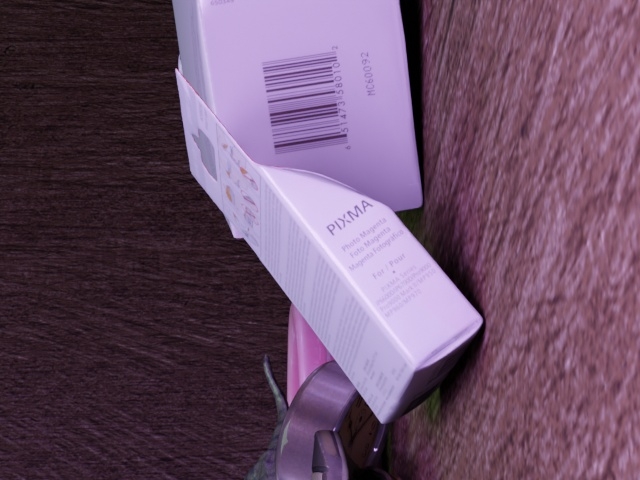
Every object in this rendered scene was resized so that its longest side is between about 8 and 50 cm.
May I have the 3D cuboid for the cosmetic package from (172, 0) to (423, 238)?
[{"bbox_3d":[-0.036,-0.140,1.108,0.365,0.155,0.197,-122,23,-74],"label":"cosmetic package"}]

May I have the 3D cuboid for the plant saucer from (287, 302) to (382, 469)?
[{"bbox_3d":[0.012,0.226,1.365,0.332,0.084,0.332,180,90,-87],"label":"plant saucer"}]

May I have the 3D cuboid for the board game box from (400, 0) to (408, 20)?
[{"bbox_3d":[0.052,-0.233,1.102,0.260,0.030,0.136,101,165,-72],"label":"board game box"}]

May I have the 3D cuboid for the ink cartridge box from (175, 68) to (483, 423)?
[{"bbox_3d":[0.000,0.000,0.838,0.232,0.066,0.189,56,168,13],"label":"ink cartridge box"}]

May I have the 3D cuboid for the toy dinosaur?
[{"bbox_3d":[-0.049,0.238,1.242,0.268,0.064,0.118,-93,11,-58],"label":"toy dinosaur"}]

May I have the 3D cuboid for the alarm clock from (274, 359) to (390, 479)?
[{"bbox_3d":[0.018,0.152,1.132,0.192,0.064,0.129,-64,-25,-10],"label":"alarm clock"}]

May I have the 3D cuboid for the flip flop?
[{"bbox_3d":[0.042,0.226,1.026,0.277,0.080,0.112,65,-155,-59],"label":"flip flop"}]
